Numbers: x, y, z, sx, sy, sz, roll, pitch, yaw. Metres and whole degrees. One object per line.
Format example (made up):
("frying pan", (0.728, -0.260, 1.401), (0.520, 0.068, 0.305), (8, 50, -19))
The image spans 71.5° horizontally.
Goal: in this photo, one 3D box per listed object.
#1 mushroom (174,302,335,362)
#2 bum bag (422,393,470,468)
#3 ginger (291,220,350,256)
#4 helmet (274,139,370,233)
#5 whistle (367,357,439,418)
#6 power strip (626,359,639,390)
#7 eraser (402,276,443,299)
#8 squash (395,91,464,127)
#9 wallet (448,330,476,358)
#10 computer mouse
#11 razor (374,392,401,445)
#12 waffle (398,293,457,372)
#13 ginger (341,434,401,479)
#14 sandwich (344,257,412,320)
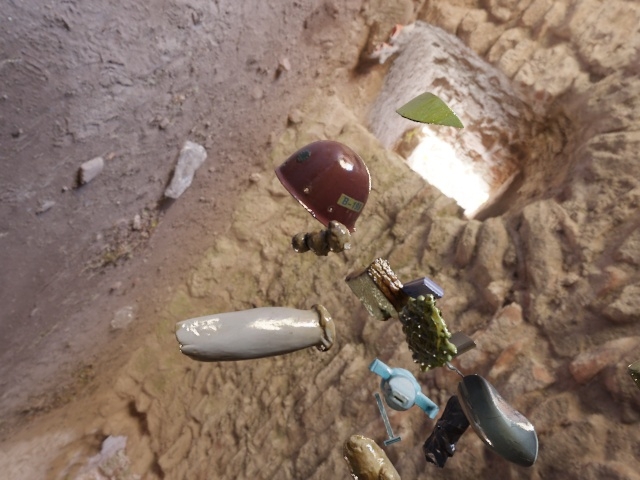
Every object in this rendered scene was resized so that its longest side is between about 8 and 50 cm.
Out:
("mushroom", (-0.166, 0.239, 1.145), (0.407, 0.137, 0.154), (2, 149, -20))
("bum bag", (0.508, 0.765, 1.777), (0.310, 0.074, 0.137), (-65, -149, 10))
("ginger", (0.000, 0.000, 1.391), (0.204, 0.104, 0.080), (-13, -170, 34))
("helmet", (0.051, -0.211, 1.528), (0.385, 0.337, 0.230), (21, 116, -47))
("whistle", (0.192, 0.366, 1.085), (0.093, 0.186, 0.274), (-53, 165, -4))
("power strip", (1.162, 0.347, 1.393), (0.387, 0.092, 0.066), (-33, -179, 5))
("eraser", (0.354, 0.173, 1.553), (0.036, 0.082, 0.225), (-54, -179, -16))
("squash", (0.389, -0.469, 1.671), (0.155, 0.204, 0.237), (-45, -144, 8))
("wallet", (0.469, 0.408, 1.658), (0.198, 0.031, 0.110), (-25, -162, -10))
("computer mouse", (0.510, 0.537, 1.398), (0.090, 0.379, 0.167), (-9, 133, -36))
("razor", (0.247, 0.681, 1.708), (0.068, 0.191, 0.037), (-20, 143, 0))
("waffle", (0.311, 0.281, 1.352), (0.054, 0.223, 0.204), (-8, 155, -23))
("ginger", (0.175, 0.723, 1.291), (0.126, 0.354, 0.190), (-31, -170, -37))
("sandwich", (0.237, 0.208, 1.779), (0.095, 0.249, 0.273), (-36, 178, -21))
